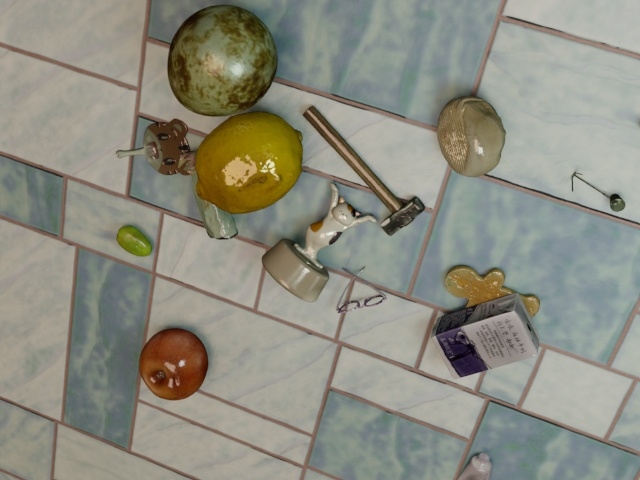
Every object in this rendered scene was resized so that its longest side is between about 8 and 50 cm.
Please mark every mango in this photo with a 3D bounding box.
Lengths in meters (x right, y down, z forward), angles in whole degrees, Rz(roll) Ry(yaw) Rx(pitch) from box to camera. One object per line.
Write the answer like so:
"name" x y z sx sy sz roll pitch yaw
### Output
"mango" -0.508 0.004 2.147 0.108 0.056 0.073 35 125 -2

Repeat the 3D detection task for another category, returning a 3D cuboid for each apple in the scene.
"apple" -0.416 0.353 2.210 0.201 0.162 0.201 8 117 16

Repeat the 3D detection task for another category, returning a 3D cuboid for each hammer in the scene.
"hammer" 0.091 -0.176 1.876 0.365 0.043 0.111 48 120 -3

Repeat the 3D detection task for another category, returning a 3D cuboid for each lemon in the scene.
"lemon" -0.170 -0.182 1.851 0.288 0.233 0.233 -33 100 7

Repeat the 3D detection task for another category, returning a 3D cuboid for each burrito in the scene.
"burrito" -0.281 -0.118 1.988 0.144 0.089 0.228 20 130 61

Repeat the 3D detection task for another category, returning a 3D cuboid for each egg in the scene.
"egg" -0.228 -0.397 1.774 0.238 0.238 0.289 51 143 -7

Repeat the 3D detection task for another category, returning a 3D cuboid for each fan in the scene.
"fan" -0.437 -0.235 2.043 0.227 0.008 0.152 -3 112 19

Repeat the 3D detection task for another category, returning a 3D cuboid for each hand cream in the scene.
"hand cream" 0.424 0.623 2.115 0.084 0.053 0.142 18 133 12

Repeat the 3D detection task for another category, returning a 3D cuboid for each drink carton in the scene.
"drink carton" 0.397 0.230 1.882 0.222 0.102 0.134 -22 104 28

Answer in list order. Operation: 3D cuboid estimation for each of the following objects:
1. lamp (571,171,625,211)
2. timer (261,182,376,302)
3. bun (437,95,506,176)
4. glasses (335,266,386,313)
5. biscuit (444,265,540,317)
"lamp" 0.610 -0.108 1.722 0.121 0.054 0.041 27 119 -3
"timer" 0.000 0.000 1.941 0.175 0.175 0.266 39 101 -1
"bun" 0.339 -0.232 1.717 0.114 0.166 0.173 -16 123 -21
"glasses" 0.090 0.120 1.991 0.140 0.062 0.103 -13 107 22
"biscuit" 0.411 0.137 1.905 0.234 0.030 0.153 28 119 5
